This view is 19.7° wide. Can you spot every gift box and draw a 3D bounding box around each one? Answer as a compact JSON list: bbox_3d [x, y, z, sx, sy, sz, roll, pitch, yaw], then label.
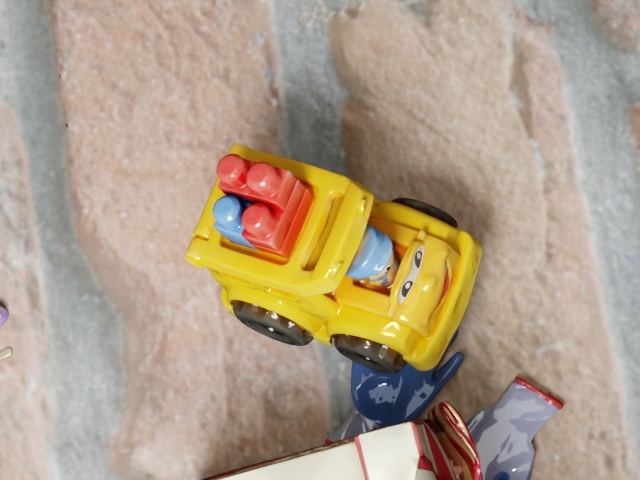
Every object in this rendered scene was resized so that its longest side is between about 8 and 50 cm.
[{"bbox_3d":[0.021,0.280,1.445,0.258,0.276,0.255,-16,88,4],"label":"gift box"}]

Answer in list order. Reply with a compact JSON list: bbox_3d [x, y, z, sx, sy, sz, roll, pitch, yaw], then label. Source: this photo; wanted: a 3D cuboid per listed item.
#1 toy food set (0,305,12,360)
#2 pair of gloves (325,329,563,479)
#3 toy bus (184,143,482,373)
[{"bbox_3d":[-0.329,0.060,1.683,0.078,0.019,0.122,-25,74,1],"label":"toy food set"},{"bbox_3d":[0.102,0.156,1.602,0.198,0.023,0.159,35,81,13],"label":"pair of gloves"},{"bbox_3d":[0.000,0.000,1.545,0.220,0.211,0.149,17,75,26],"label":"toy bus"}]
